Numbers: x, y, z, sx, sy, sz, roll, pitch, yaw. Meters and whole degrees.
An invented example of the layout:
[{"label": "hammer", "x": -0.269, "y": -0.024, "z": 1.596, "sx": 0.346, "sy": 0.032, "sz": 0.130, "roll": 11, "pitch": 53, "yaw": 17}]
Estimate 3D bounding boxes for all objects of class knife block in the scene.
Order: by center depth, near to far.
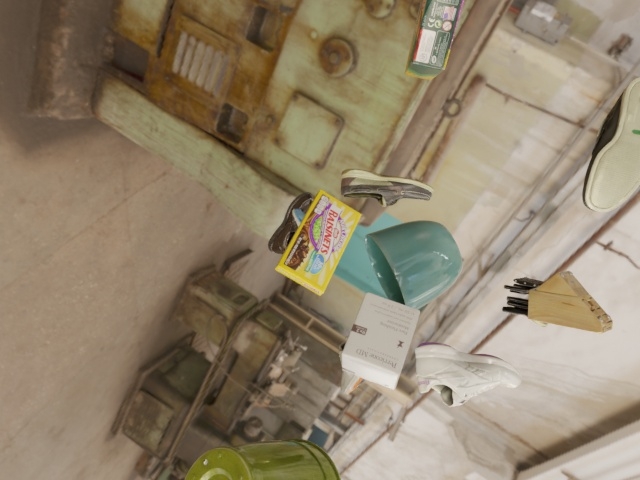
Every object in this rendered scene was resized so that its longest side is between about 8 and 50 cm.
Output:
[{"label": "knife block", "x": 0.700, "y": 0.216, "z": 1.493, "sx": 0.088, "sy": 0.275, "sz": 0.242, "roll": -3, "pitch": 141, "yaw": -41}]

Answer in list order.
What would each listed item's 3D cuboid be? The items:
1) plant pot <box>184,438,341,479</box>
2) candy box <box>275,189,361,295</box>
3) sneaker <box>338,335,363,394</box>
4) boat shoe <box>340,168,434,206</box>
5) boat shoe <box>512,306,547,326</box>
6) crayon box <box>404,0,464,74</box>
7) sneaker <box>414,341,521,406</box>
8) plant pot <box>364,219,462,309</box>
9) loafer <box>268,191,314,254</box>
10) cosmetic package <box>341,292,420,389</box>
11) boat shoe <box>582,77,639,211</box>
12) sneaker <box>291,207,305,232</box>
[{"label": "plant pot", "x": -0.176, "y": 0.708, "z": 1.313, "sx": 0.366, "sy": 0.367, "sz": 0.353, "roll": -57, "pitch": 139, "yaw": -8}, {"label": "candy box", "x": 0.000, "y": 0.000, "z": 0.981, "sx": 0.205, "sy": 0.105, "sz": 0.027, "roll": -63, "pitch": -170, "yaw": -30}, {"label": "sneaker", "x": 0.105, "y": 0.399, "z": 1.596, "sx": 0.099, "sy": 0.121, "sz": 0.262, "roll": -27, "pitch": 147, "yaw": -41}, {"label": "boat shoe", "x": 0.156, "y": -0.115, "z": 1.160, "sx": 0.080, "sy": 0.224, "sz": 0.073, "roll": 117, "pitch": -17, "yaw": -81}, {"label": "boat shoe", "x": 0.755, "y": 0.250, "z": 1.744, "sx": 0.056, "sy": 0.152, "sz": 0.049, "roll": -49, "pitch": 167, "yaw": -54}, {"label": "crayon box", "x": 0.345, "y": -0.681, "z": 1.435, "sx": 0.313, "sy": 0.106, "sz": 0.362, "roll": -70, "pitch": 172, "yaw": -76}, {"label": "sneaker", "x": 0.378, "y": 0.363, "z": 1.260, "sx": 0.114, "sy": 0.306, "sz": 0.152, "roll": 127, "pitch": -26, "yaw": -61}, {"label": "plant pot", "x": 0.314, "y": 0.068, "z": 1.578, "sx": 0.235, "sy": 0.292, "sz": 0.293, "roll": -23, "pitch": 165, "yaw": -6}, {"label": "loafer", "x": -0.073, "y": -0.045, "z": 1.505, "sx": 0.219, "sy": 0.078, "sz": 0.080, "roll": -59, "pitch": 151, "yaw": 0}, {"label": "cosmetic package", "x": 0.157, "y": 0.265, "z": 1.276, "sx": 0.151, "sy": 0.152, "sz": 0.183, "roll": 85, "pitch": 26, "yaw": -58}, {"label": "boat shoe", "x": 0.503, "y": -0.152, "z": 0.818, "sx": 0.079, "sy": 0.084, "sz": 0.232, "roll": 50, "pitch": 62, "yaw": -84}, {"label": "sneaker", "x": -0.027, "y": -0.035, "z": 1.327, "sx": 0.073, "sy": 0.162, "sz": 0.063, "roll": -22, "pitch": 137, "yaw": -15}]
